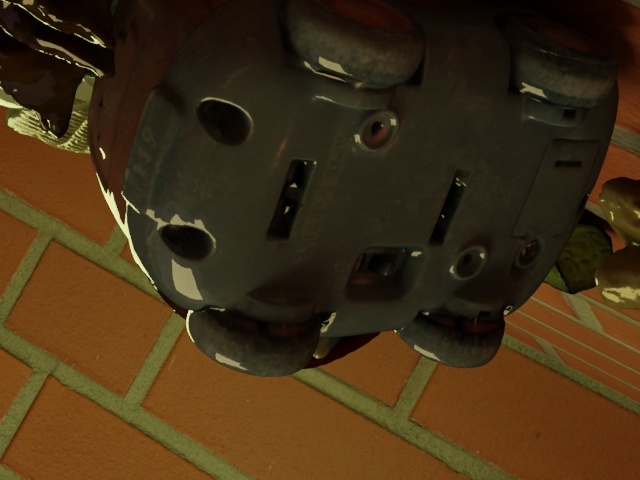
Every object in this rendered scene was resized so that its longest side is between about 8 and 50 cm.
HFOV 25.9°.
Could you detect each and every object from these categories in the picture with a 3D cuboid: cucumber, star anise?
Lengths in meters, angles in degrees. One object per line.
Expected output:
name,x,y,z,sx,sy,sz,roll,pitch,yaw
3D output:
cucumber,0.212,-0.008,1.372,0.078,0.062,0.211,66,170,-17
star anise,-0.166,-0.183,0.682,0.109,0.292,0.349,-10,-165,-18

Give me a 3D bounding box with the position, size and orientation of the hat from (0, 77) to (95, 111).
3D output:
hat,-0.261,-0.179,1.438,0.301,0.168,0.258,44,-173,39

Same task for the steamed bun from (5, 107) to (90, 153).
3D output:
steamed bun,-0.290,-0.200,1.861,0.211,0.144,0.218,22,148,-21

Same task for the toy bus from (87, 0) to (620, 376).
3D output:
toy bus,0.006,-0.067,0.791,0.294,0.197,0.232,-1,-149,-36

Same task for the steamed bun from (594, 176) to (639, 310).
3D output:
steamed bun,0.372,0.114,0.940,0.428,0.189,0.247,27,-177,21

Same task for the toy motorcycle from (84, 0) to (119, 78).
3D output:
toy motorcycle,-0.152,-0.195,1.046,0.206,0.154,0.260,2,-158,-40

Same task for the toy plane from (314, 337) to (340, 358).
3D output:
toy plane,0.054,-0.021,0.950,0.192,0.262,0.088,29,159,5

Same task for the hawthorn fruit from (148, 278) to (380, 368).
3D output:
hawthorn fruit,-0.024,-0.017,1.334,0.316,0.316,0.316,29,176,2
